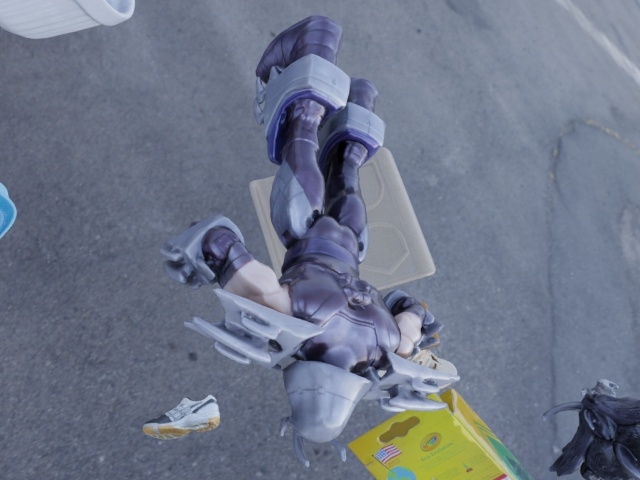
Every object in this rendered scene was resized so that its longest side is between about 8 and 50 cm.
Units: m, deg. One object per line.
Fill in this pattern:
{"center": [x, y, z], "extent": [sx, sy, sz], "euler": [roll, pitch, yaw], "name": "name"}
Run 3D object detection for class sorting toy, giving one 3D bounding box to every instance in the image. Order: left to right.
{"center": [0.044, 0.027, 1.004], "extent": [0.228, 0.041, 0.307], "euler": [-15, 72, -11], "name": "sorting toy"}

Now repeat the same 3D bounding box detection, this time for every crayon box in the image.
{"center": [0.225, 0.406, 1.259], "extent": [0.318, 0.202, 0.081], "euler": [49, 20, -13], "name": "crayon box"}

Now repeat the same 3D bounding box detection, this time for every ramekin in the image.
{"center": [-0.269, -0.290, 0.654], "extent": [0.207, 0.108, 0.207], "euler": [-18, 90, -83], "name": "ramekin"}

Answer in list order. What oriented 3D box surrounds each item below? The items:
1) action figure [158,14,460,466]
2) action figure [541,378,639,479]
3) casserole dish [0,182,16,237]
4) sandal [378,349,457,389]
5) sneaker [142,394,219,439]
{"center": [0.000, 0.000, 0.438], "extent": [0.185, 0.099, 0.285], "euler": [32, 44, -35], "name": "action figure"}
{"center": [0.337, 0.206, 0.694], "extent": [0.275, 0.164, 0.141], "euler": [36, 28, -8], "name": "action figure"}
{"center": [-0.518, -0.015, 0.983], "extent": [0.114, 0.037, 0.188], "euler": [40, 56, -13], "name": "casserole dish"}
{"center": [0.155, 0.219, 1.282], "extent": [0.239, 0.079, 0.088], "euler": [2, 33, -18], "name": "sandal"}
{"center": [-0.147, 0.187, 0.745], "extent": [0.032, 0.083, 0.037], "euler": [76, 4, -54], "name": "sneaker"}
